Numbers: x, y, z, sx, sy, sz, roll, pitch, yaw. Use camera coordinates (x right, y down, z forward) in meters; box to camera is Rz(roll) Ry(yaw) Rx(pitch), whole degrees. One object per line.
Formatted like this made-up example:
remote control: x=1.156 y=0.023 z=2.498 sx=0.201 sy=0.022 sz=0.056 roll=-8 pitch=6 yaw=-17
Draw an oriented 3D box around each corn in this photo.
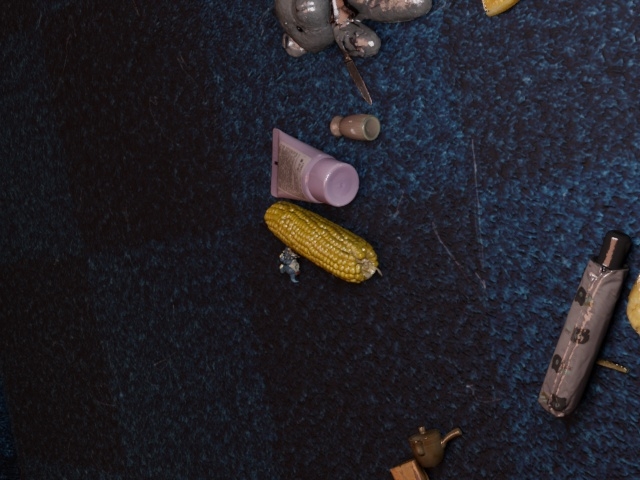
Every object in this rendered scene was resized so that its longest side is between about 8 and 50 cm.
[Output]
corn: x=0.000 y=0.000 z=1.941 sx=0.310 sy=0.101 sz=0.101 roll=31 pitch=120 yaw=34

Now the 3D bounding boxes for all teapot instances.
teapot: x=0.229 y=0.406 z=1.840 sx=0.110 sy=0.085 sz=0.080 roll=-18 pitch=89 yaw=25

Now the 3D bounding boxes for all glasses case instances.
glasses case: x=0.212 y=0.536 z=1.909 sx=0.064 sy=0.041 sz=0.170 roll=-32 pitch=77 yaw=31

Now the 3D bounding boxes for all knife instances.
knife: x=0.064 y=-0.345 z=1.860 sx=0.023 sy=0.010 sz=0.170 roll=-35 pitch=77 yaw=42

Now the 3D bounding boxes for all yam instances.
yam: x=0.481 y=0.207 z=1.592 sx=0.107 sy=0.014 sz=0.014 roll=18 pitch=112 yaw=41

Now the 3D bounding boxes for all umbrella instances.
umbrella: x=0.448 y=0.142 z=1.557 sx=0.067 sy=0.073 sz=0.337 roll=26 pitch=110 yaw=30

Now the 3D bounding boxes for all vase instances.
vase: x=0.067 y=-0.228 z=1.856 sx=0.100 sy=0.053 sz=0.053 roll=9 pitch=106 yaw=46

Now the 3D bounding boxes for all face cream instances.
face cream: x=-0.032 y=-0.141 z=1.958 sx=0.274 sy=0.096 sz=0.154 roll=24 pitch=119 yaw=52

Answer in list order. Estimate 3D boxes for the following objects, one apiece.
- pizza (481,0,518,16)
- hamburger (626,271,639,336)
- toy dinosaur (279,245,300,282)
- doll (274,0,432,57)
pizza: x=0.314 y=-0.468 z=1.572 sx=0.131 sy=0.041 sz=0.178 roll=37 pitch=123 yaw=28
hamburger: x=0.579 y=0.104 z=1.409 sx=0.213 sy=0.108 sz=0.214 roll=11 pitch=107 yaw=40
toy dinosaur: x=-0.065 y=0.052 z=2.062 sx=0.047 sy=0.030 sz=0.083 roll=15 pitch=110 yaw=43
doll: x=0.040 y=-0.466 z=1.751 sx=0.340 sy=0.158 sz=0.246 roll=3 pitch=104 yaw=42
